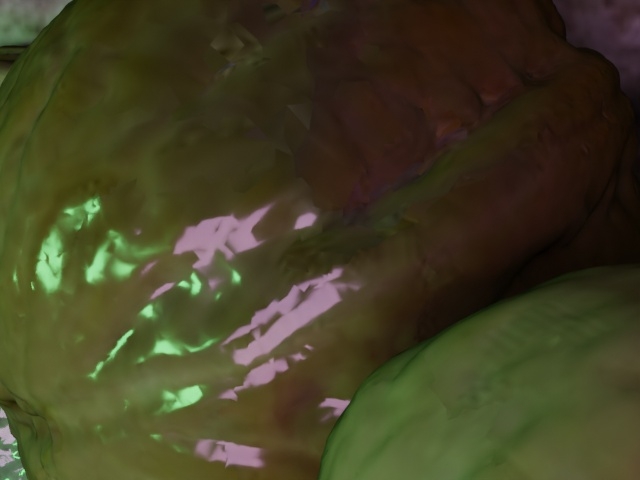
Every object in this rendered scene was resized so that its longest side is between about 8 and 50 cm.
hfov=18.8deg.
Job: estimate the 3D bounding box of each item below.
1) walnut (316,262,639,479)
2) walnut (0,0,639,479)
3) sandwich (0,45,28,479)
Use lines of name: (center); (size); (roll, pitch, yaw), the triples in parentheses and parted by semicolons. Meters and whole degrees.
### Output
walnut: (0.149, 0.184, 0.673); (0.381, 0.381, 0.381); (3, 107, 9)
walnut: (0.000, 0.000, 0.868); (0.332, 0.333, 0.333); (3, 107, 9)
sandwich: (-0.216, 0.038, 1.027); (0.249, 0.095, 0.273); (-7, 105, 8)
